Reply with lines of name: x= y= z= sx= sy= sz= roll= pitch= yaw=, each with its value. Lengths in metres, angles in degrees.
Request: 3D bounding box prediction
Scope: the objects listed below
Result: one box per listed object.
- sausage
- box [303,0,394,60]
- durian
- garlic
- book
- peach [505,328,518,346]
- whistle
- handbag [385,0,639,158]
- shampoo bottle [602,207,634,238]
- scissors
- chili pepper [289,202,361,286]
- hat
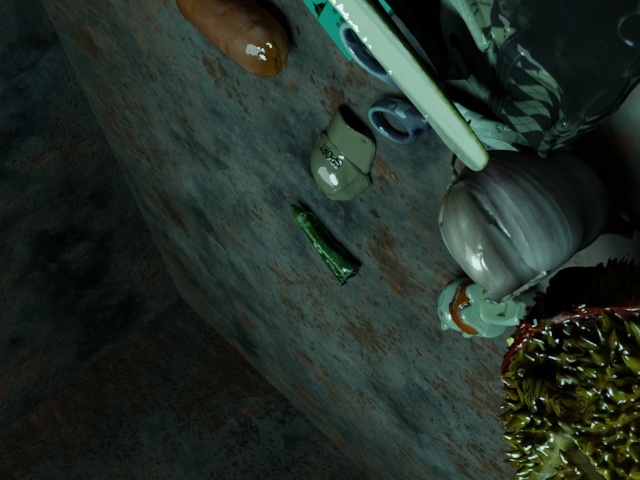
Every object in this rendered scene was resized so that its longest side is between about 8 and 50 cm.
sausage: x=-0.153 y=-0.388 z=1.242 sx=0.259 sy=0.113 sz=0.113 roll=43 pitch=156 yaw=23
box: x=0.012 y=-0.391 z=1.002 sx=0.226 sy=0.042 sz=0.161 roll=52 pitch=157 yaw=-2
durian: x=0.359 y=0.165 z=0.731 sx=0.347 sy=0.384 sz=0.347 roll=32 pitch=151 yaw=20
garlic: x=0.224 y=-0.030 z=0.857 sx=0.257 sy=0.207 sz=0.207 roll=-113 pitch=1 yaw=-56
book: x=0.054 y=-0.225 z=0.705 sx=0.239 sy=0.035 sz=0.352 roll=43 pitch=-162 yaw=-28
peach: x=0.370 y=0.192 z=1.109 sx=0.151 sy=0.118 sz=0.151 roll=-19 pitch=-90 yaw=-90
whistle: x=0.269 y=0.115 z=1.190 sx=0.253 sy=0.106 sz=0.102 roll=-179 pitch=75 yaw=-70
handbag: x=0.126 y=-0.268 z=0.643 sx=0.416 sy=0.180 sz=0.317 roll=49 pitch=-163 yaw=8
shampoo bottle: x=0.305 y=-0.016 z=0.960 sx=0.085 sy=0.085 sz=0.244 roll=58 pitch=155 yaw=-14
scissors: x=0.194 y=-0.168 z=0.978 sx=0.383 sy=0.029 sz=0.256 roll=32 pitch=163 yaw=31
chili pepper: x=0.000 y=0.000 z=1.605 sx=0.227 sy=0.059 sz=0.088 roll=50 pitch=162 yaw=10
hat: x=0.026 y=-0.161 z=1.269 sx=0.147 sy=0.085 sz=0.175 roll=46 pitch=158 yaw=16
